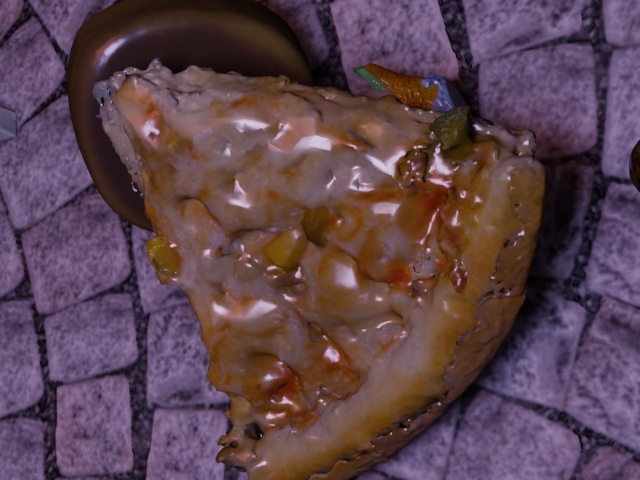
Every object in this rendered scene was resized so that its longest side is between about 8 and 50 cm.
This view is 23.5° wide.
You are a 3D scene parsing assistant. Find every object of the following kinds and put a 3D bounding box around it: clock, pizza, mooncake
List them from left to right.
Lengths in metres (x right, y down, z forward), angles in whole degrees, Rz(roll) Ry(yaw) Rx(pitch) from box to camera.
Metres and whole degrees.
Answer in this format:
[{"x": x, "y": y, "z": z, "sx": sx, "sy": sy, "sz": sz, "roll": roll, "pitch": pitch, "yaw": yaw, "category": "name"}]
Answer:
[{"x": -0.133, "y": -0.132, "z": 1.446, "sx": 0.235, "sy": 0.235, "sz": 0.117, "roll": -50, "pitch": 26, "yaw": 15, "category": "mooncake"}, {"x": 0.025, "y": 0.021, "z": 1.312, "sx": 0.392, "sy": 0.080, "sz": 0.435, "roll": -14, "pitch": 109, "yaw": 27, "category": "pizza"}, {"x": 0.079, "y": -0.059, "z": 1.376, "sx": 0.144, "sy": 0.103, "sz": 0.231, "roll": -27, "pitch": 71, "yaw": 16, "category": "clock"}]

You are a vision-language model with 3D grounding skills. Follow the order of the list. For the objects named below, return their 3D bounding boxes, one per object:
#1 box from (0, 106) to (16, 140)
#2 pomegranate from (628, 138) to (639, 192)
[{"x": -0.470, "y": -0.116, "z": 1.689, "sx": 0.245, "sy": 0.139, "sz": 0.035, "roll": -13, "pitch": 73, "yaw": 27, "category": "box"}, {"x": 0.290, "y": -0.055, "z": 1.274, "sx": 0.073, "sy": 0.073, "sz": 0.084, "roll": 21, "pitch": 118, "yaw": 31, "category": "pomegranate"}]
